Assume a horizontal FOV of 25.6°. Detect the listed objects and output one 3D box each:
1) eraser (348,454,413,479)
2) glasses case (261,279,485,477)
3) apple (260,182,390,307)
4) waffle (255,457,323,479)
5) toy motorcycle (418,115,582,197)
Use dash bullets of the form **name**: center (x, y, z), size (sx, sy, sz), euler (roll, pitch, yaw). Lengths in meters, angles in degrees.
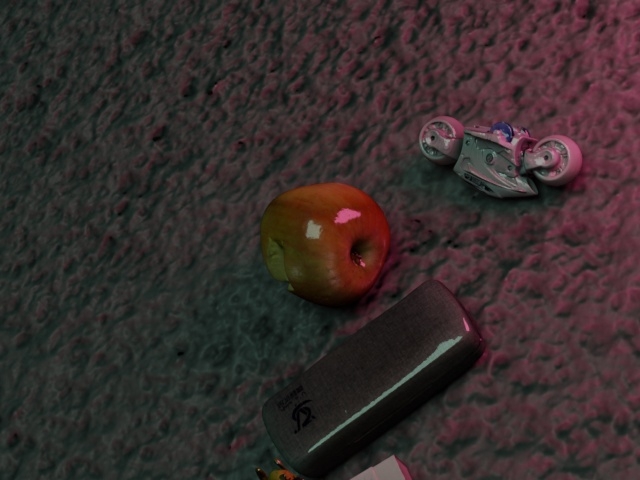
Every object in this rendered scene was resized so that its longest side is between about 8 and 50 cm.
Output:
- **eraser**: center (0.027, 0.383, 1.871), size (0.225, 0.052, 0.095), euler (-32, 49, 9)
- **glasses case**: center (0.072, 0.192, 1.946), size (0.323, 0.074, 0.131), euler (-37, 49, 5)
- **apple**: center (0.000, 0.000, 2.046), size (0.199, 0.199, 0.199), euler (-14, 56, 22)
- **waffle**: center (0.020, 0.458, 1.664), size (0.382, 0.380, 0.095), euler (33, 39, 30)
- **toy motorcycle**: center (0.253, -0.116, 2.026), size (0.254, 0.112, 0.112), euler (12, 69, 33)
